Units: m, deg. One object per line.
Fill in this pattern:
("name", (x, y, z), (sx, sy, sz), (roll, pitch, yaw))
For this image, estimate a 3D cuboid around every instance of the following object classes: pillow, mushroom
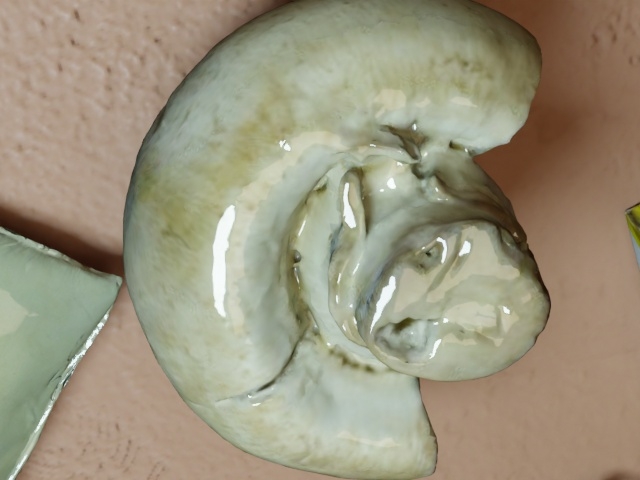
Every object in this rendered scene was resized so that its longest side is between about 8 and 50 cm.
("pillow", (-0.198, 0.085, 0.783), (0.119, 0.053, 0.208), (23, 100, -27))
("mushroom", (0.000, 0.000, 0.734), (0.188, 0.195, 0.254), (5, 107, -15))

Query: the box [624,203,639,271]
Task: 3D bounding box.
("box", (0.331, 0.014, 0.898), (0.265, 0.097, 0.168), (-24, 117, -6))
